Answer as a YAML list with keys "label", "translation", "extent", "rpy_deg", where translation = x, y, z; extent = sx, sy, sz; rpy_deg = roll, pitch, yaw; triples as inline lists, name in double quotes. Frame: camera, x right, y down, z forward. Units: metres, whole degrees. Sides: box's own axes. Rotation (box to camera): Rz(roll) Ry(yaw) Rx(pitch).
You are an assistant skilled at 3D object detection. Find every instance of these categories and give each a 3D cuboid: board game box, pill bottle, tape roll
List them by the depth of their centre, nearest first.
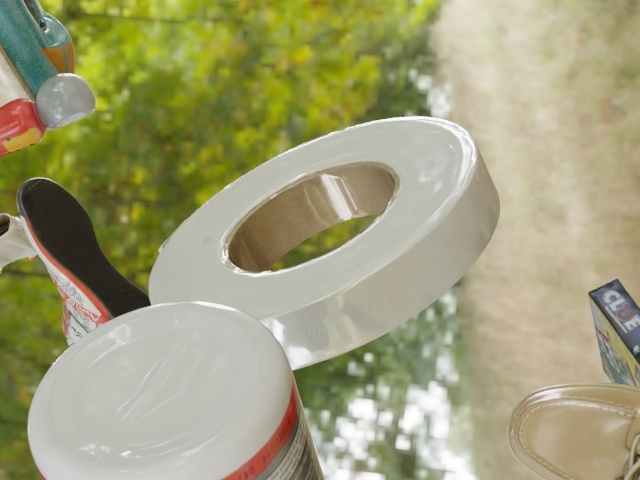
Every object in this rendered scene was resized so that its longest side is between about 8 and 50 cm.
- label: "pill bottle"
  translation: [-0.089, 0.246, 1.375]
  extent: [0.210, 0.210, 0.363]
  rpy_deg: [-75, -25, -49]
- label: "tape roll"
  translation: [0.000, 0.000, 1.784]
  extent: [0.072, 0.392, 0.392]
  rpy_deg: [62, -156, -25]
- label: "board game box"
  translation: [0.394, 0.181, 1.940]
  extent: [0.243, 0.042, 0.165]
  rpy_deg: [60, 174, 41]

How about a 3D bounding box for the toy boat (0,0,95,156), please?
- label: "toy boat"
  translation: [-0.354, -0.214, 2.010]
  extent: [0.318, 0.148, 0.267]
  rpy_deg: [-110, -6, -50]

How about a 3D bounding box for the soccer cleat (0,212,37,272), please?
- label: "soccer cleat"
  translation: [-0.430, -0.008, 2.365]
  extent: [0.196, 0.068, 0.076]
  rpy_deg: [-32, -47, -57]

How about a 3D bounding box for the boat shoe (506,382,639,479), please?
- label: "boat shoe"
  translation: [0.342, 0.217, 1.623]
  extent: [0.110, 0.341, 0.122]
  rpy_deg: [0, -78, -73]

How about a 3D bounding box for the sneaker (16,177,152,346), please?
- label: "sneaker"
  translation: [-0.332, 0.054, 2.239]
  extent: [0.090, 0.270, 0.145]
  rpy_deg: [-36, -6, -39]
